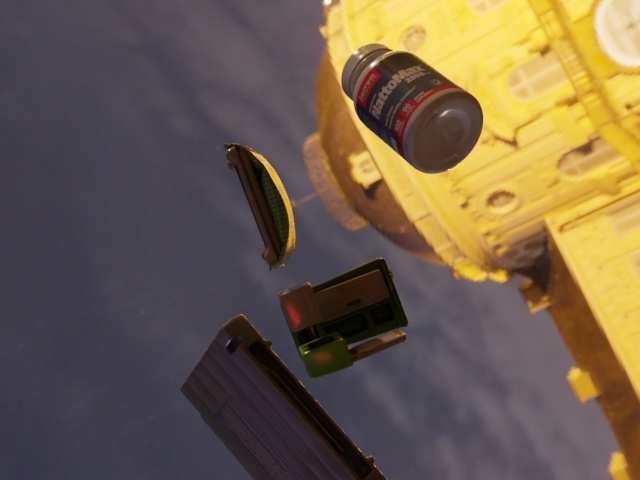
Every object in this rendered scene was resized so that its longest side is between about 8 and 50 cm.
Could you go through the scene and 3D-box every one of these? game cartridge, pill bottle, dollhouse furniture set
[{"bbox_3d":[-0.058,0.304,1.575,0.355,0.230,0.068,48,-127,10],"label":"game cartridge"},{"bbox_3d":[0.102,-0.166,1.227,0.108,0.108,0.180,36,-173,-44],"label":"pill bottle"},{"bbox_3d":[0.000,0.000,1.291,0.197,0.151,0.301,-171,60,-85],"label":"dollhouse furniture set"}]

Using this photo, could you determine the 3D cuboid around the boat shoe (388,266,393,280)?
[{"bbox_3d":[0.075,0.071,1.743,0.042,0.133,0.048,-13,-92,-34],"label":"boat shoe"}]
